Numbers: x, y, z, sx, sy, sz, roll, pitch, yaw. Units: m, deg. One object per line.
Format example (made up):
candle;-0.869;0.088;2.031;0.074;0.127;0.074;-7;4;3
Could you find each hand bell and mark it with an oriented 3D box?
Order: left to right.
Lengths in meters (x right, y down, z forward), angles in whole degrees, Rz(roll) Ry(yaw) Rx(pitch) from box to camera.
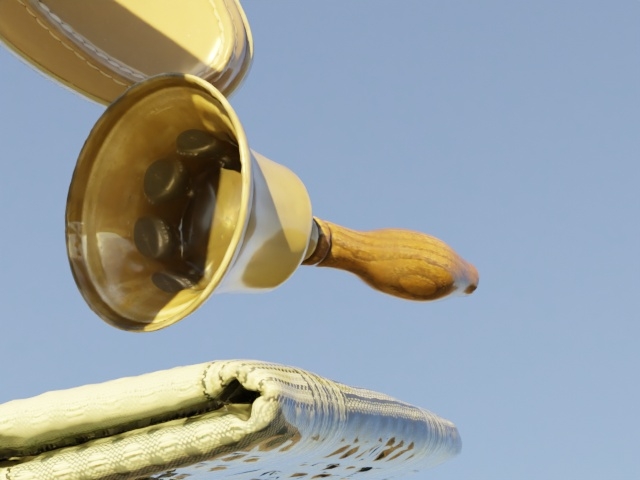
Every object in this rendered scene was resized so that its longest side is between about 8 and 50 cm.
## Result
hand bell;0.000;0.000;1.000;0.126;0.126;0.242;-27;-26;36

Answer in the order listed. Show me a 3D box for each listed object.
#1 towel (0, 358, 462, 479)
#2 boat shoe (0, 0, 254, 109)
towel;-0.118;0.117;0.969;0.324;0.056;0.312;-16;-13;17
boat shoe;-0.168;-0.197;1.021;0.341;0.121;0.110;44;-13;-3
